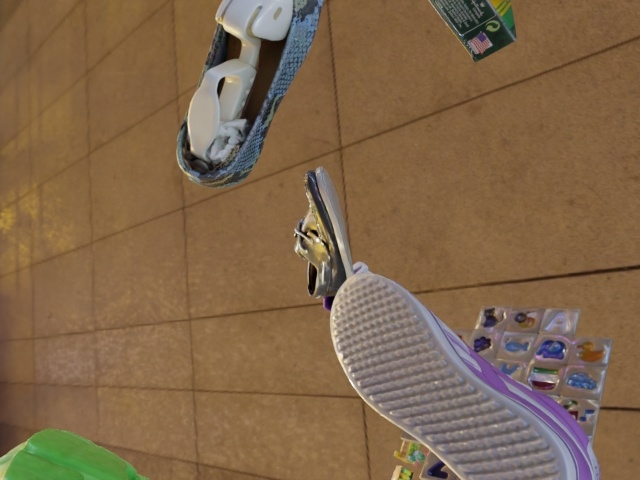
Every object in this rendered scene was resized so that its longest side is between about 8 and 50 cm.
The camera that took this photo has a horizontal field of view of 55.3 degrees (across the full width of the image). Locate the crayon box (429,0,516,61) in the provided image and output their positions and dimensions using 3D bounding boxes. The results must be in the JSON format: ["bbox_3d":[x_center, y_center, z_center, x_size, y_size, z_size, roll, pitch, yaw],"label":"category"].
[{"bbox_3d":[0.243,-0.488,1.049,0.081,0.202,0.318,-24,45,34],"label":"crayon box"}]

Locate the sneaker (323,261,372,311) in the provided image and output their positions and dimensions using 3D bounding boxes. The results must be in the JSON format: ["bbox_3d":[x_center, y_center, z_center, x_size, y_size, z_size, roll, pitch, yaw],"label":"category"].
[{"bbox_3d":[0.075,0.135,0.996,0.236,0.105,0.095,51,156,49],"label":"sneaker"}]

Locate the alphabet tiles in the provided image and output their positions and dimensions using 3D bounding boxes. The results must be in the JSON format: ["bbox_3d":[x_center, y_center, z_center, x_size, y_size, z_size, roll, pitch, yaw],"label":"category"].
[{"bbox_3d":[0.287,0.235,0.956,0.285,0.011,0.342,-4,42,39],"label":"alphabet tiles"}]

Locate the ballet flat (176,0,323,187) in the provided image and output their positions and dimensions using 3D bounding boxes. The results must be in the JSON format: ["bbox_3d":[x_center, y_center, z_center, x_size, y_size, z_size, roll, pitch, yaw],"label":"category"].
[{"bbox_3d":[-0.049,-0.120,0.405,0.070,0.070,0.188,34,112,43],"label":"ballet flat"}]

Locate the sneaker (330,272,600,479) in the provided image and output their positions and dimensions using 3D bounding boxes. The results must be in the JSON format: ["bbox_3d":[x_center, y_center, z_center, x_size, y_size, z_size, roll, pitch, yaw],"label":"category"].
[{"bbox_3d":[0.132,0.141,0.580,0.102,0.161,0.282,-55,51,14],"label":"sneaker"}]

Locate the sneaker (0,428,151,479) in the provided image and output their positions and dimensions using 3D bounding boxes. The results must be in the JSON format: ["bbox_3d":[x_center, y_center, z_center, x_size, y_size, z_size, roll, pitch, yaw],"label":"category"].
[{"bbox_3d":[-0.167,0.245,0.285,0.185,0.483,0.202,43,91,-2],"label":"sneaker"}]

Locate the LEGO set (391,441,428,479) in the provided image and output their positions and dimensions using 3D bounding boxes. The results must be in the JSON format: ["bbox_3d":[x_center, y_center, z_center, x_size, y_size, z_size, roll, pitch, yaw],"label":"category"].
[{"bbox_3d":[0.261,0.438,1.365,0.107,0.287,0.132,-2,111,43],"label":"LEGO set"}]

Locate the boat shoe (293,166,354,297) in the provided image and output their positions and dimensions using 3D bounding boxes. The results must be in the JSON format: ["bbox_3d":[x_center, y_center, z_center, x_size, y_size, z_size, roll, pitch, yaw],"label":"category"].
[{"bbox_3d":[0.000,0.000,0.840,0.233,0.079,0.084,78,-175,-47],"label":"boat shoe"}]
